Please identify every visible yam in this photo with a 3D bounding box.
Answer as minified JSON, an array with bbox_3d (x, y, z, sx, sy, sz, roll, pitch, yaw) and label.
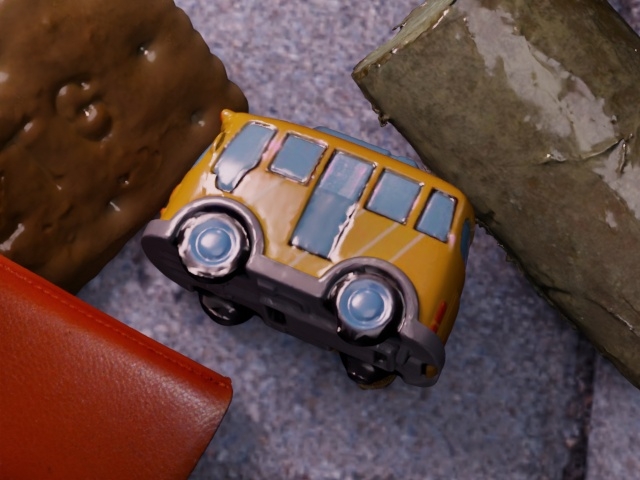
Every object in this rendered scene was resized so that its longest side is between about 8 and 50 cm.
[{"bbox_3d":[0.172,-0.057,1.061,0.168,0.168,0.304,-43,89,-8],"label":"yam"}]

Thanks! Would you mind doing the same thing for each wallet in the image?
[{"bbox_3d":[-0.172,0.107,1.022,0.204,0.045,0.142,32,90,-28],"label":"wallet"}]

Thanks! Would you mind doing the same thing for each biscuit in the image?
[{"bbox_3d":[-0.203,-0.038,1.017,0.325,0.044,0.217,-46,131,-10],"label":"biscuit"}]

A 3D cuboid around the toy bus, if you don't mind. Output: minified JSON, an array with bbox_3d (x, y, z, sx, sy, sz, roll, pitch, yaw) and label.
[{"bbox_3d":[0.000,0.000,1.039,0.209,0.126,0.136,21,74,11],"label":"toy bus"}]

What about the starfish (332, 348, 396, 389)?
[{"bbox_3d":[0.040,0.063,1.098,0.091,0.028,0.078,-11,80,-5],"label":"starfish"}]
